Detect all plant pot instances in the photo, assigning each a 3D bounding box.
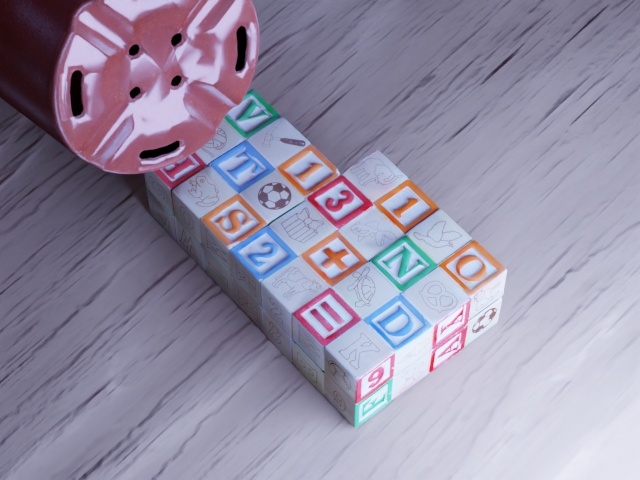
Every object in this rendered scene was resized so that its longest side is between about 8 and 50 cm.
[{"bbox_3d":[-0.205,-0.207,1.437,0.272,0.272,0.265,-31,46,-20],"label":"plant pot"}]

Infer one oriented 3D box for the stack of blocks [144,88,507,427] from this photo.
[{"bbox_3d":[0.000,0.000,1.444,0.171,0.087,0.297,-35,62,-22],"label":"stack of blocks"}]
